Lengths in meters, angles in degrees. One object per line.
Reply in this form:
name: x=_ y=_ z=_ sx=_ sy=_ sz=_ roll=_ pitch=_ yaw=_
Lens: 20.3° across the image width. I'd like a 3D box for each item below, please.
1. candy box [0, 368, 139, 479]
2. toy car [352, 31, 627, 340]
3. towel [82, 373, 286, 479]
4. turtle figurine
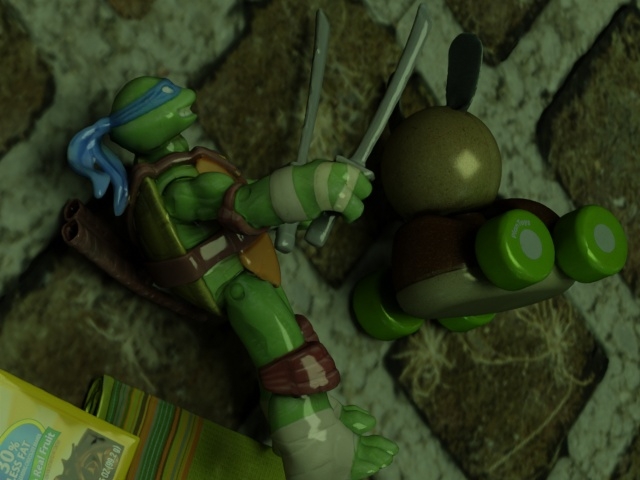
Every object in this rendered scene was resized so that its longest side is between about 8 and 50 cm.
candy box: x=-0.187 y=0.184 z=1.020 sx=0.105 sy=0.027 sz=0.206 roll=28 pitch=66 yaw=-18
toy car: x=0.099 y=-0.042 z=1.249 sx=0.149 sy=0.155 sz=0.188 roll=-4 pitch=75 yaw=-42
towel: x=-0.064 y=0.171 z=1.151 sx=0.237 sy=0.021 sz=0.102 roll=27 pitch=68 yaw=-37
turtle figurine: x=0.000 y=0.000 z=1.112 sx=0.275 sy=0.198 sz=0.266 roll=-27 pitch=104 yaw=-37
